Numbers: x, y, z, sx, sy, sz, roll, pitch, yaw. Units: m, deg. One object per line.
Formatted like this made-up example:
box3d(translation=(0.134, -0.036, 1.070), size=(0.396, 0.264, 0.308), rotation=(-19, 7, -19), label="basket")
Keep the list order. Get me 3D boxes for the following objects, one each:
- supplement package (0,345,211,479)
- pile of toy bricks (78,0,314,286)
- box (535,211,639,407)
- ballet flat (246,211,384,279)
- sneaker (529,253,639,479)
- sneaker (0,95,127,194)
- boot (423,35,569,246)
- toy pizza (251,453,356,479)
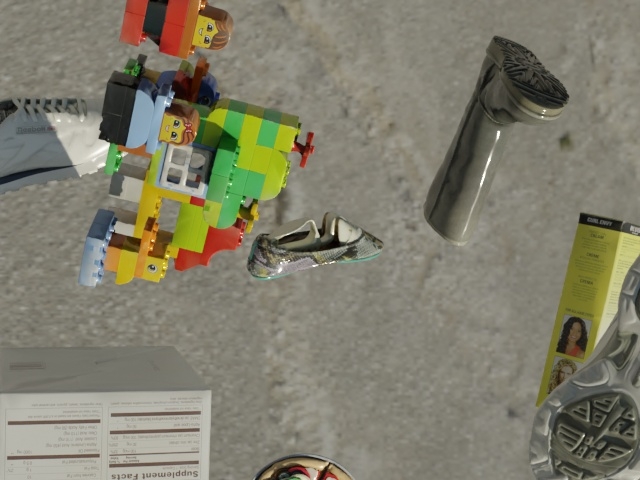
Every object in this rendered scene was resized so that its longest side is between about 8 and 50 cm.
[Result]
box3d(translation=(-0.237, 0.202, 1.192), size=(0.204, 0.262, 0.145), rotation=(1, 93, -15), label="supplement package")
box3d(translation=(-0.056, -0.054, 0.599), size=(0.118, 0.105, 0.212), rotation=(-85, -170, -59), label="pile of toy bricks")
box3d(translation=(0.314, 0.088, 1.309), size=(0.087, 0.058, 0.232), rotation=(6, 96, -55), label="box")
box3d(translation=(0.000, 0.000, 0.819), size=(0.114, 0.041, 0.041), rotation=(-11, 97, -31), label="ballet flat")
box3d(translation=(0.243, 0.099, 0.853), size=(0.232, 0.090, 0.115), rotation=(-61, 159, 18), label="sneaker")
box3d(translation=(-0.313, -0.125, 1.294), size=(0.235, 0.090, 0.094), rotation=(-19, 128, -5), label="sneaker")
box3d(translation=(0.169, -0.087, 1.163), size=(0.076, 0.208, 0.189), rotation=(22, 24, -9), label="boot")
box3d(translation=(-0.027, 0.437, 1.799), size=(0.201, 0.032, 0.201), rotation=(-1, 99, -3), label="toy pizza")
